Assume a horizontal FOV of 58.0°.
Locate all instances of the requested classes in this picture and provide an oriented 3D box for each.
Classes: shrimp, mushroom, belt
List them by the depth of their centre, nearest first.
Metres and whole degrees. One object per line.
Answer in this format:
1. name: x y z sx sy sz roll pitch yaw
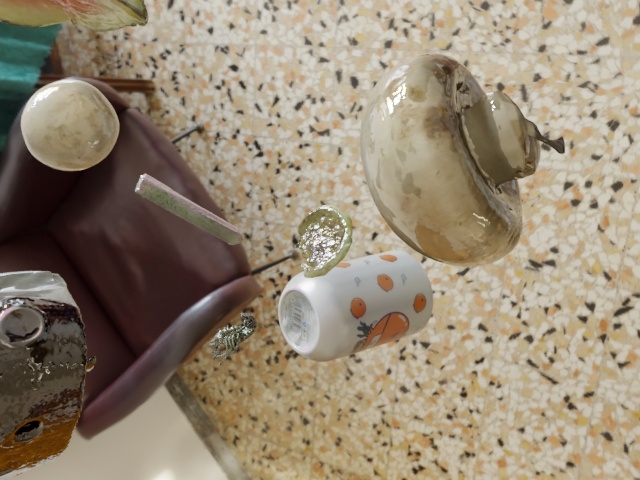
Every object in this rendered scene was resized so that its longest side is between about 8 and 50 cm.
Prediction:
1. belt: -0.331 0.148 0.621 0.289 0.164 0.184 -47 58 43
2. mushroom: 0.235 -0.139 0.938 0.295 0.362 0.362 -23 91 31
3. mushroom: -0.558 -0.253 1.285 0.209 0.206 0.206 1 106 62
4. shrimp: -0.197 0.230 1.342 0.174 0.076 0.082 -38 49 34

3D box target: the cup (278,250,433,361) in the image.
1. cup: 0.072 0.148 1.315 0.212 0.317 0.212 14 108 49

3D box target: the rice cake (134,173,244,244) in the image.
1. rice cake: -0.226 -0.050 1.007 0.207 0.047 0.036 31 110 -20

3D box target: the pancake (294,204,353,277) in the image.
1. pancake: 0.005 -0.002 0.981 0.116 0.023 0.129 -36 51 21

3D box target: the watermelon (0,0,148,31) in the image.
1. watermelon: -0.296 -0.238 0.421 0.128 0.303 0.159 -43 52 22
